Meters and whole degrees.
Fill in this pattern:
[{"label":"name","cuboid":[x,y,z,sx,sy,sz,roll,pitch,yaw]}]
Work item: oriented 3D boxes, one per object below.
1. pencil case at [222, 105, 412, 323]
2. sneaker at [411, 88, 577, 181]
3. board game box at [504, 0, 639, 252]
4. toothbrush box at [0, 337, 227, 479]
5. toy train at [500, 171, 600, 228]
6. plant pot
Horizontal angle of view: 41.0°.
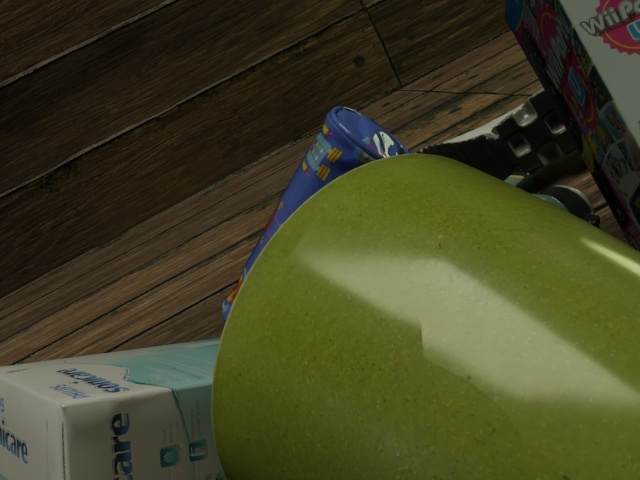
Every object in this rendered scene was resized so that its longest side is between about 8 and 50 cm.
[{"label":"pencil case","cuboid":[0.000,0.000,0.998,0.306,0.133,0.119,-61,-3,23]},{"label":"sneaker","cuboid":[0.243,-0.110,1.235,0.331,0.122,0.146,-25,-2,9]},{"label":"board game box","cuboid":[0.271,-0.136,0.753,0.098,0.303,0.224,-25,-14,7]},{"label":"toothbrush box","cuboid":[-0.083,0.148,0.659,0.296,0.126,0.216,-3,0,-34]},{"label":"toy train","cuboid":[0.141,0.038,0.873,0.334,0.142,0.190,-35,29,-33]},{"label":"plant pot","cuboid":[0.133,0.112,0.464,0.275,0.274,0.294,-34,32,-24]}]
